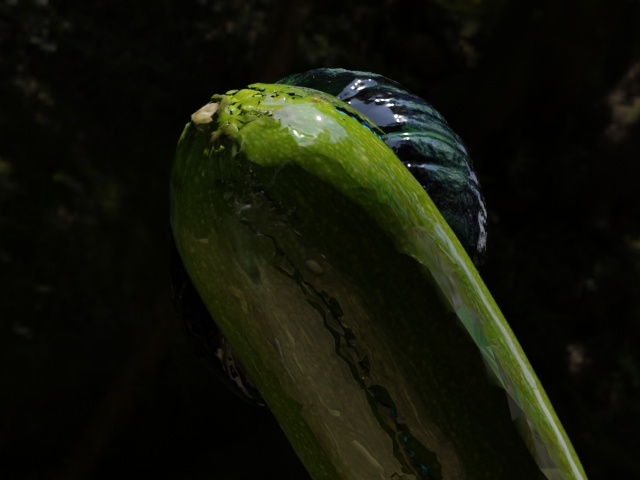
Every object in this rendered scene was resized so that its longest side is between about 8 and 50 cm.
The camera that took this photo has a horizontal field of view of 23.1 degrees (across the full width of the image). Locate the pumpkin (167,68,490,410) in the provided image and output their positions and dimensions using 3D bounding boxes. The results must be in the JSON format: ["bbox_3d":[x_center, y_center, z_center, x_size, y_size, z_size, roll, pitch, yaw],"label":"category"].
[{"bbox_3d":[0.000,0.000,0.879,0.202,0.202,0.140,10,-9,40],"label":"pumpkin"}]

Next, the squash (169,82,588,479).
[{"bbox_3d":[0.049,0.095,0.509,0.087,0.331,0.087,-25,13,6],"label":"squash"}]
